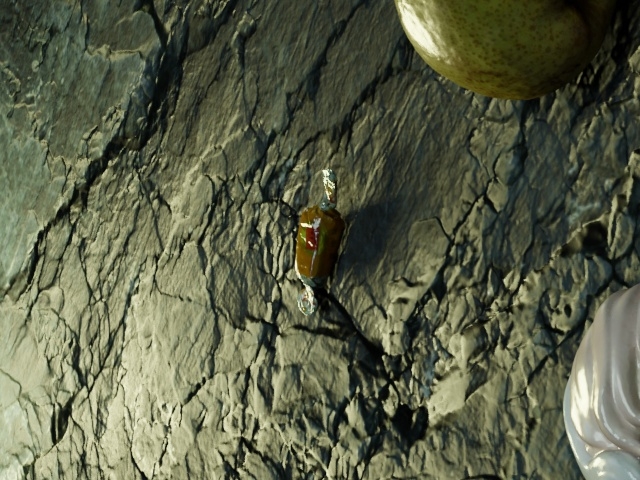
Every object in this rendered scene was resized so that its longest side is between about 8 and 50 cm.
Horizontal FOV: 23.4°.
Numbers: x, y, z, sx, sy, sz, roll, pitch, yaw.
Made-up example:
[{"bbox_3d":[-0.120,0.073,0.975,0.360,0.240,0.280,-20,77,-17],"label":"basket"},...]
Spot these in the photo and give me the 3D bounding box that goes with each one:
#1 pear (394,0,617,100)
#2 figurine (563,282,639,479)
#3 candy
[{"bbox_3d":[0.182,-0.251,1.508,0.211,0.188,0.228,8,133,36],"label":"pear"},{"bbox_3d":[0.323,0.195,1.235,0.211,0.253,0.361,-47,56,60],"label":"figurine"},{"bbox_3d":[0.000,0.000,1.850,0.053,0.046,0.182,27,111,48],"label":"candy"}]
